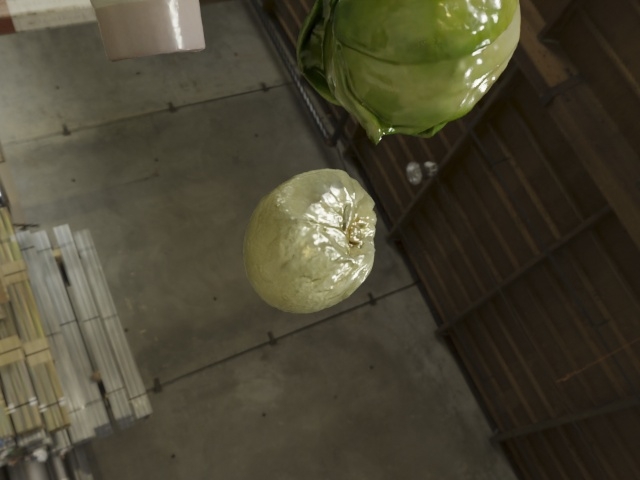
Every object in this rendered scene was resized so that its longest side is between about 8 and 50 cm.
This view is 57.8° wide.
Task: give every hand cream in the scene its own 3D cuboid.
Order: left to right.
[{"bbox_3d":[-0.154,-0.268,0.442,0.083,0.133,0.248,13,-64,45],"label":"hand cream"}]

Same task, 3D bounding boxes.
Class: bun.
[{"bbox_3d":[0.000,0.000,0.681,0.111,0.188,0.164,-3,-73,46],"label":"bun"}]

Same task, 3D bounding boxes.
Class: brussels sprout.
[{"bbox_3d":[0.113,-0.258,0.763,0.259,0.294,0.227,-97,163,-51],"label":"brussels sprout"}]
